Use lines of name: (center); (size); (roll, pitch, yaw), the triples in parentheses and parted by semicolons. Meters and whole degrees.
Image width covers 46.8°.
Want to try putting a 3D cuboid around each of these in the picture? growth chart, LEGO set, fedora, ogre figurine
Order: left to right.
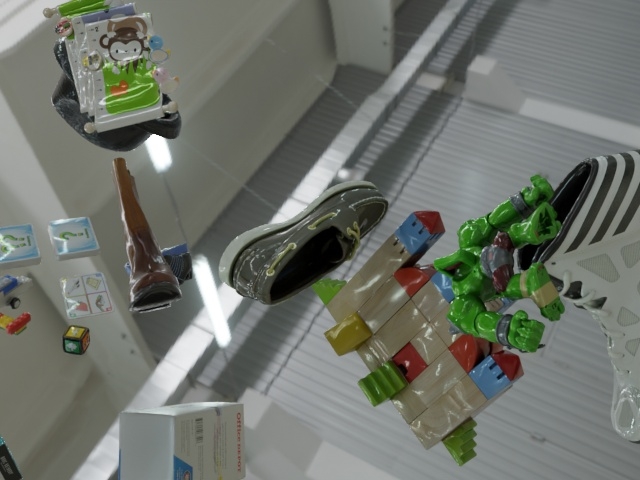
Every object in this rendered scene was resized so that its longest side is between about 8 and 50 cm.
LEGO set: (-0.323, 0.038, 0.796); (0.182, 0.244, 0.060); (-9, -53, -23)
fedora: (-0.489, -0.310, 1.702); (0.152, 0.334, 0.334); (-46, -15, 20)
growth chart: (-0.315, -0.280, 1.130); (0.021, 0.171, 0.237); (34, -144, -79)
ogre figurine: (0.193, 0.028, 0.798); (0.096, 0.118, 0.197); (11, -109, -42)

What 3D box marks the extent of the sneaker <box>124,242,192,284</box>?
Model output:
sneaker: (-0.355, 0.068, 1.676); (0.232, 0.081, 0.091); (-26, -80, -68)

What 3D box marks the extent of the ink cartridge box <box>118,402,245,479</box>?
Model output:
ink cartridge box: (-0.298, 0.451, 1.620); (0.232, 0.168, 0.171); (10, -104, -57)

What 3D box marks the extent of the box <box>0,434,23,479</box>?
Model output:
box: (-0.697, 0.463, 1.380); (0.244, 0.060, 0.101); (-28, -54, -28)

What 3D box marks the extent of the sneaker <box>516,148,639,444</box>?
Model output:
sneaker: (0.393, 0.084, 1.043); (0.169, 0.257, 0.448); (-94, 4, -70)

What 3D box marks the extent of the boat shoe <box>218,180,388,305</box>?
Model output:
boat shoe: (0.000, 0.004, 1.051); (0.305, 0.091, 0.109); (-28, -43, -37)

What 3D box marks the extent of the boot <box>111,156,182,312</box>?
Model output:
boot: (-0.323, -0.017, 1.345); (0.264, 0.096, 0.281); (134, 123, -81)

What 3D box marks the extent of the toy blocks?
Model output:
toy blocks: (0.187, 0.131, 1.171); (0.190, 0.381, 0.261); (-6, -36, -52)
